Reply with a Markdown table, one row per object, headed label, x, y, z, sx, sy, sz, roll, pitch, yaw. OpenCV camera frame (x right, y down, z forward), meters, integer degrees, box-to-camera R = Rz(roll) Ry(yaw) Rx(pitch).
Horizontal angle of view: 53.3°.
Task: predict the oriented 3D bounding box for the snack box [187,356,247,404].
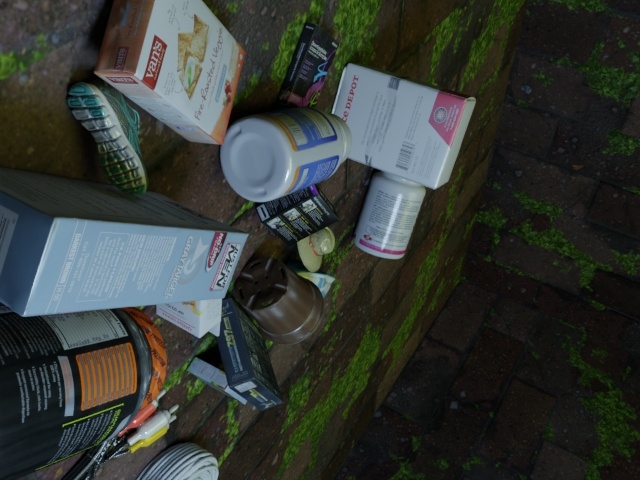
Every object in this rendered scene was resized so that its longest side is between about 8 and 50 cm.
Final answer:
| label | x | y | z | sx | sy | sz | roll | pitch | yaw |
| --- | --- | --- | --- | --- | --- | --- | --- | --- | --- |
| snack box | -0.215 | 0.303 | 1.373 | 0.037 | 0.100 | 0.141 | -59 | 156 | -18 |

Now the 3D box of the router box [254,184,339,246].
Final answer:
| label | x | y | z | sx | sy | sz | roll | pitch | yaw |
| --- | --- | --- | --- | --- | --- | --- | --- | --- | --- |
| router box | -0.046 | -0.057 | 1.371 | 0.133 | 0.046 | 0.179 | -27 | 158 | 7 |

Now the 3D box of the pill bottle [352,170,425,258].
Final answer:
| label | x | y | z | sx | sy | sz | roll | pitch | yaw |
| --- | --- | --- | --- | --- | --- | --- | --- | --- | --- |
| pill bottle | 0.206 | -0.103 | 1.827 | 0.160 | 0.160 | 0.283 | -19 | 130 | -61 |

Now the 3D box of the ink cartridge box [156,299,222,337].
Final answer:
| label | x | y | z | sx | sy | sz | roll | pitch | yaw |
| --- | --- | --- | --- | --- | --- | --- | --- | --- | --- |
| ink cartridge box | -0.231 | 0.097 | 1.120 | 0.061 | 0.104 | 0.181 | -39 | 146 | -47 |

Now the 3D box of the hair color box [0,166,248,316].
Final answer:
| label | x | y | z | sx | sy | sz | roll | pitch | yaw |
| --- | --- | --- | --- | --- | --- | --- | --- | --- | --- |
| hair color box | -0.274 | -0.001 | 0.817 | 0.374 | 0.185 | 0.113 | 4 | 109 | -67 |

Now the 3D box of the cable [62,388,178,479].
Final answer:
| label | x | y | z | sx | sy | sz | roll | pitch | yaw |
| --- | --- | --- | --- | --- | --- | --- | --- | --- | --- |
| cable | -0.373 | 0.376 | 1.131 | 0.287 | 0.072 | 0.139 | -49 | 147 | -35 |

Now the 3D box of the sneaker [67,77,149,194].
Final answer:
| label | x | y | z | sx | sy | sz | roll | pitch | yaw |
| --- | --- | --- | --- | --- | --- | --- | --- | --- | --- |
| sneaker | -0.259 | -0.140 | 0.838 | 0.076 | 0.065 | 0.166 | -58 | 141 | -48 |

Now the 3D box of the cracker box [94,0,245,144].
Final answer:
| label | x | y | z | sx | sy | sz | roll | pitch | yaw |
| --- | --- | --- | --- | --- | --- | --- | --- | --- | --- |
| cracker box | -0.192 | -0.244 | 0.867 | 0.232 | 0.067 | 0.155 | 34 | 67 | -67 |

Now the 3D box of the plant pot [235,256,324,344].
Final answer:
| label | x | y | z | sx | sy | sz | roll | pitch | yaw |
| --- | --- | --- | --- | --- | --- | --- | --- | --- | --- |
| plant pot | -0.096 | 0.124 | 1.401 | 0.167 | 0.167 | 0.165 | -59 | 149 | -15 |

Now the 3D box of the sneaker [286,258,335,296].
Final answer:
| label | x | y | z | sx | sy | sz | roll | pitch | yaw |
| --- | --- | --- | --- | --- | --- | --- | --- | --- | --- |
| sneaker | -0.032 | 0.109 | 1.611 | 0.092 | 0.087 | 0.229 | -61 | 155 | -1 |

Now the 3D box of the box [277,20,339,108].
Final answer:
| label | x | y | z | sx | sy | sz | roll | pitch | yaw |
| --- | --- | --- | --- | --- | --- | --- | --- | --- | --- |
| box | -0.022 | -0.333 | 1.255 | 0.116 | 0.029 | 0.162 | 3 | 109 | -66 |

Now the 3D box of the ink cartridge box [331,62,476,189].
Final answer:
| label | x | y | z | sx | sy | sz | roll | pitch | yaw |
| --- | --- | --- | --- | --- | --- | --- | --- | --- | --- |
| ink cartridge box | 0.176 | -0.264 | 1.438 | 0.117 | 0.283 | 0.207 | -28 | 137 | -62 |

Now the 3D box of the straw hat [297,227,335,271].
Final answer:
| label | x | y | z | sx | sy | sz | roll | pitch | yaw |
| --- | --- | --- | --- | --- | --- | --- | --- | --- | --- |
| straw hat | 0.000 | 0.000 | 1.515 | 0.144 | 0.061 | 0.144 | -10 | 90 | -67 |

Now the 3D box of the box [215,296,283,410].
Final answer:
| label | x | y | z | sx | sy | sz | roll | pitch | yaw |
| --- | --- | --- | --- | --- | --- | --- | --- | --- | --- |
| box | -0.157 | 0.247 | 1.355 | 0.059 | 0.183 | 0.232 | -21 | 152 | 1 |

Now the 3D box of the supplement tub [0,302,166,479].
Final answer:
| label | x | y | z | sx | sy | sz | roll | pitch | yaw |
| --- | --- | --- | --- | --- | --- | --- | --- | --- | --- |
| supplement tub | -0.358 | 0.175 | 0.780 | 0.338 | 0.207 | 0.207 | -1 | 113 | -66 |

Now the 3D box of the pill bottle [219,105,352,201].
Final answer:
| label | x | y | z | sx | sy | sz | roll | pitch | yaw |
| --- | --- | --- | --- | --- | --- | --- | --- | --- | --- |
| pill bottle | -0.050 | -0.171 | 1.196 | 0.272 | 0.152 | 0.152 | -28 | 137 | -57 |

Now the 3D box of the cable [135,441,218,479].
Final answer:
| label | x | y | z | sx | sy | sz | roll | pitch | yaw |
| --- | --- | --- | --- | --- | --- | --- | --- | --- | --- |
| cable | -0.332 | 0.575 | 1.408 | 0.257 | 0.089 | 0.257 | -31 | 140 | -56 |
